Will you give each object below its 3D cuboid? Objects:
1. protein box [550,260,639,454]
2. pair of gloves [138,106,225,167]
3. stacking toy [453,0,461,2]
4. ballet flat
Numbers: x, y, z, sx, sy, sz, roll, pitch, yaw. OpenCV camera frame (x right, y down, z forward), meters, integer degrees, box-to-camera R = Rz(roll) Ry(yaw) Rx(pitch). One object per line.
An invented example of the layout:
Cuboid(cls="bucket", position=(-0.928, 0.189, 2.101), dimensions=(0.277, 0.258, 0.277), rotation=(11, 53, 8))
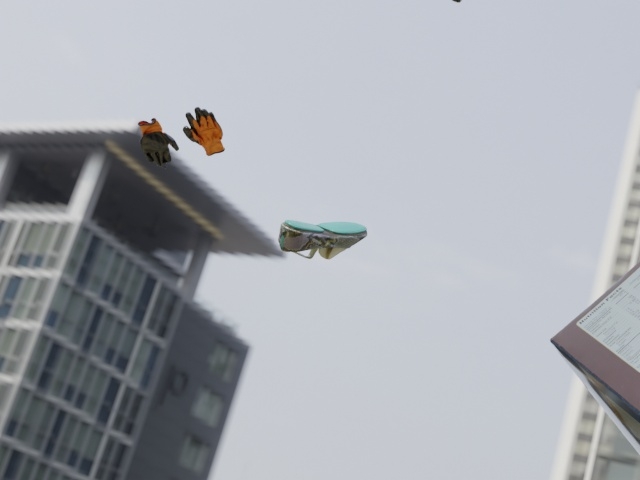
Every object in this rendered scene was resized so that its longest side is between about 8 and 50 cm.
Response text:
Cuboid(cls="protein box", position=(0.319, 0.133, 1.052), dimensions=(0.200, 0.136, 0.201), rotation=(49, -1, -23))
Cuboid(cls="pair of gloves", position=(-0.140, -0.102, 1.364), dimensions=(0.083, 0.010, 0.074), rotation=(-14, -34, 1))
Cuboid(cls="stacking toy", position=(0.048, -0.268, 0.811), dimensions=(0.221, 0.167, 0.052), rotation=(34, -11, 0))
Cuboid(cls="ballet flat", position=(0.000, 0.000, 1.383), dimensions=(0.114, 0.041, 0.041), rotation=(1, -5, -44))
